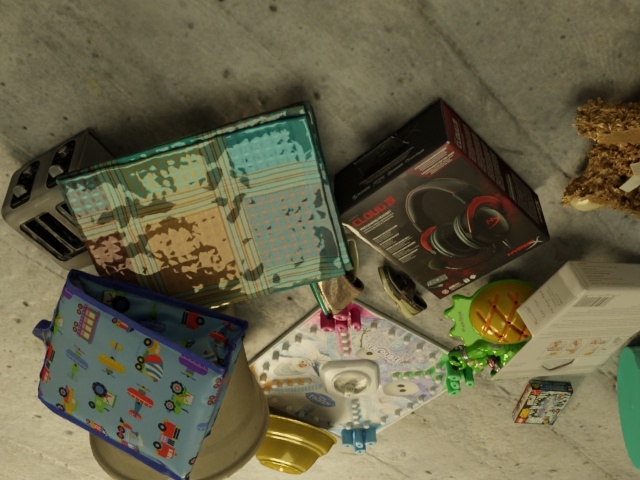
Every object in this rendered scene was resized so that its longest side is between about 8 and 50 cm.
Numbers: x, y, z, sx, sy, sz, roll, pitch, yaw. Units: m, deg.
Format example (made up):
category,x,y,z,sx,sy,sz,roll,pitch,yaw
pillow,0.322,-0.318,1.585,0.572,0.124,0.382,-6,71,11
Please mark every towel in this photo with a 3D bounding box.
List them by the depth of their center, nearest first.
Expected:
category,x,y,z,sx,sy,sz,roll,pitch,yaw
towel,-0.157,-0.023,1.016,0.370,0.040,0.271,-15,114,2

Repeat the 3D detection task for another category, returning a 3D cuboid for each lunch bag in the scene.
category,x,y,z,sx,sy,sz,roll,pitch,yaw
lunch bag,-0.285,0.186,1.028,0.293,0.138,0.220,21,114,0

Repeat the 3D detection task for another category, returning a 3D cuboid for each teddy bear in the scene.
category,x,y,z,sx,sy,sz,roll,pitch,yaw
teddy bear,0.484,-0.151,1.024,0.245,0.113,0.338,0,142,9

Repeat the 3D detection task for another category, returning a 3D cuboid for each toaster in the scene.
category,x,y,z,sx,sy,sz,roll,pitch,yaw
toaster,-0.374,-0.053,1.099,0.168,0.110,0.185,-22,130,21

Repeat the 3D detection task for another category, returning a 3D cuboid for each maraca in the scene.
category,x,y,z,sx,sy,sz,roll,pitch,yaw
maraca,0.322,0.135,1.287,0.186,0.099,0.127,-13,102,15

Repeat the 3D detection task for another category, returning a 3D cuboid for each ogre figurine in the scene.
category,x,y,z,sx,sy,sz,roll,pitch,yaw
ogre figurine,0.364,0.230,1.388,0.197,0.096,0.118,32,139,-14

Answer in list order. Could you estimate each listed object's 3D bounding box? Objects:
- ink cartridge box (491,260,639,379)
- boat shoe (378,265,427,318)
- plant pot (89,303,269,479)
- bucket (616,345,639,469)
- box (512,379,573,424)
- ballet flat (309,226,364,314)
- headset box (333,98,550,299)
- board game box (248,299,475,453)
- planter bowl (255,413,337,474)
category,x,y,z,sx,sy,sz,roll,pitch,yaw
ink cartridge box,0.467,0.144,1.254,0.296,0.066,0.261,4,137,-33
boat shoe,0.150,0.088,1.280,0.049,0.056,0.152,-24,139,15
plant pot,-0.261,0.214,1.243,0.334,0.333,0.305,1,124,-1
bucket,0.699,0.325,1.367,0.183,0.281,0.281,-3,135,12
box,0.491,0.362,1.561,0.094,0.027,0.137,4,134,-3
ballet flat,0.000,0.000,1.174,0.106,0.107,0.316,-27,137,-2
headset box,0.176,-0.061,1.090,0.218,0.110,0.293,-33,126,30
board game box,0.064,0.303,1.489,0.390,0.050,0.390,30,127,-26
planter bowl,-0.078,0.464,1.565,0.217,0.090,0.217,13,153,7
